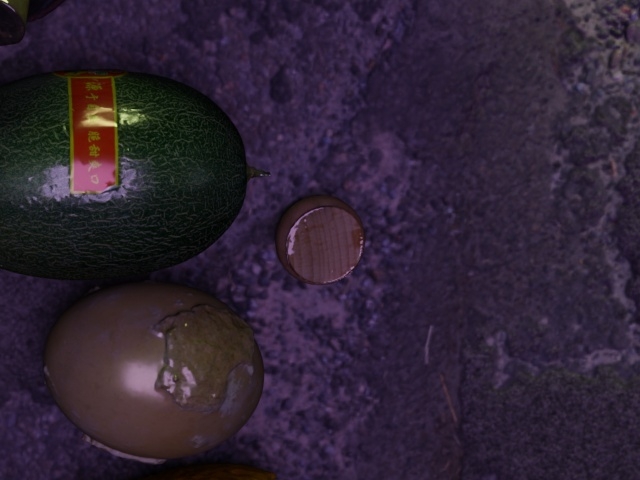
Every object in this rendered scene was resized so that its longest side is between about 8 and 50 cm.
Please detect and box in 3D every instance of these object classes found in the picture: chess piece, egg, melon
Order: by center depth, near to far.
[{"bbox_3d":[-0.184,-0.056,1.563,0.287,0.182,0.182,-1,105,-15],"label":"melon"},{"bbox_3d":[-0.145,0.112,1.626,0.201,0.164,0.164,12,101,-24],"label":"egg"},{"bbox_3d":[0.000,0.000,1.699,0.083,0.038,0.084,-3,103,-14],"label":"chess piece"}]

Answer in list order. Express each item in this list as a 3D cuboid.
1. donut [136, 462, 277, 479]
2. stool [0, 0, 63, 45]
[{"bbox_3d":[-0.139,0.415,1.711,0.377,0.163,0.435,-20,110,-7],"label":"donut"},{"bbox_3d":[-0.314,-0.244,1.420,0.272,0.178,0.272,12,137,11],"label":"stool"}]
